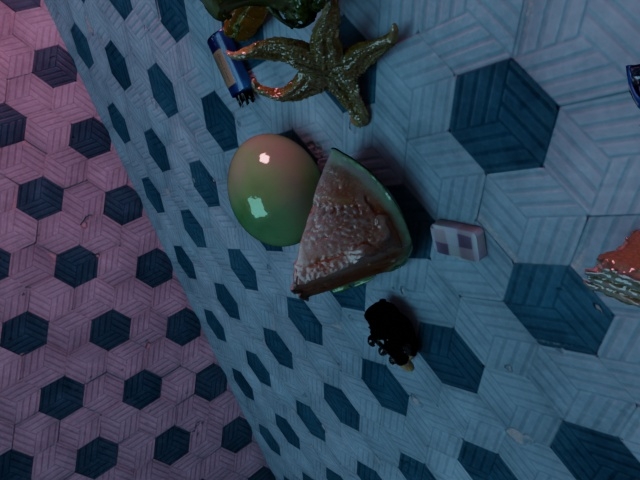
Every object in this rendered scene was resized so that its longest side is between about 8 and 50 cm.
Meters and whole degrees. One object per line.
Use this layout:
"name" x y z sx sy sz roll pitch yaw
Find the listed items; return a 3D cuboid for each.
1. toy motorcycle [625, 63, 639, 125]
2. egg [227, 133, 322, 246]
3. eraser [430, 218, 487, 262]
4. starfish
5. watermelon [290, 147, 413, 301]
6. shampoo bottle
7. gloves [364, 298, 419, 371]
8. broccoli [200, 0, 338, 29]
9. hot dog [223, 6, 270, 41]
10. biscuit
"toy motorcycle" 0.402 -0.190 0.539 0.135 0.092 0.254 55 143 28
"egg" -0.102 -0.117 1.239 0.220 0.221 0.269 -36 76 61
"eraser" 0.254 0.000 0.994 0.105 0.026 0.064 15 131 51
"starfish" 0.003 -0.323 0.959 0.299 0.060 0.302 27 150 -20
"watermelon" 0.082 0.009 1.120 0.222 0.318 0.292 18 178 13
"shampoo bottle" -0.215 -0.417 1.320 0.087 0.050 0.182 -9 108 56
"gloves" 0.181 0.229 1.266 0.129 0.106 0.180 26 165 46
"broccoli" -0.096 -0.489 0.847 0.304 0.283 0.321 39 164 14
"hot dog" -0.145 -0.506 1.118 0.115 0.072 0.269 52 150 -2
"biscuit" 0.459 0.059 0.648 0.239 0.108 0.061 25 134 45
